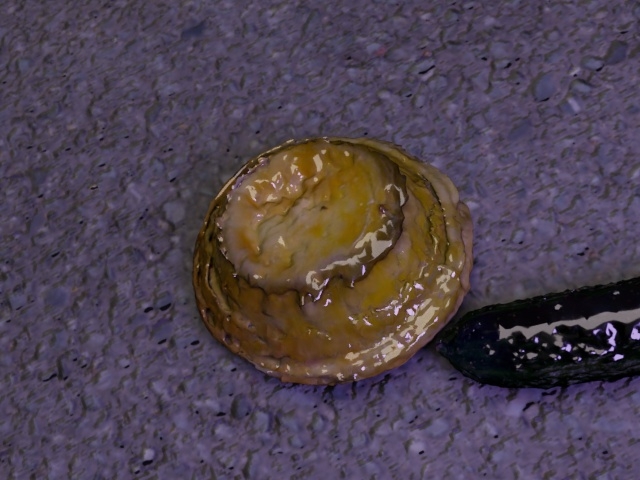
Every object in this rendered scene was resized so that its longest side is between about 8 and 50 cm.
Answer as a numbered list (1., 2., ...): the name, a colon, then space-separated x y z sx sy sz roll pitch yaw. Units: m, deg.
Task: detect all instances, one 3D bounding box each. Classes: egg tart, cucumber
1. egg tart: 0.000 0.000 0.823 0.191 0.074 0.191 -9 58 15
2. cucumber: 0.190 0.048 0.772 0.245 0.067 0.067 -16 60 5
